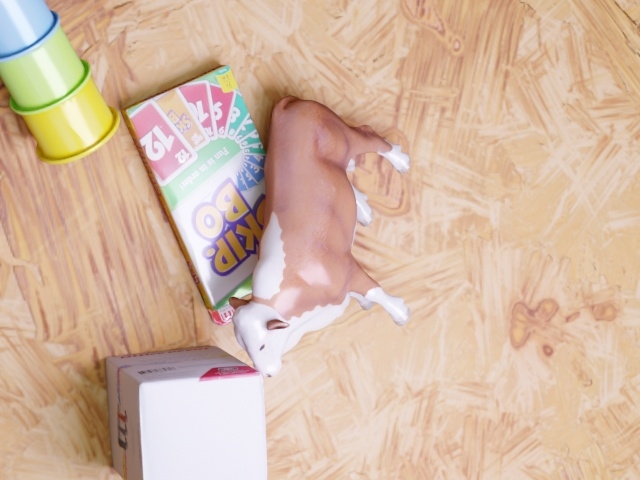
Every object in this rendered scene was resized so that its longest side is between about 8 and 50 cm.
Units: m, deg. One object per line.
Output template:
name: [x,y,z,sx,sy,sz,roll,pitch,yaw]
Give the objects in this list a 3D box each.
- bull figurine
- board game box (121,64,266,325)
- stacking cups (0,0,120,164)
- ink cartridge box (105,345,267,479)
bull figurine: [0.000,0.000,1.699,0.188,0.101,0.310,21,64,-37]
board game box: [-0.106,-0.045,1.744,0.124,0.039,0.259,-26,104,-15]
stacking cups: [-0.298,-0.227,1.578,0.096,0.096,0.316,-32,124,-14]
ink cartridge box: [-0.141,0.187,1.671,0.128,0.176,0.127,-5,97,-17]
